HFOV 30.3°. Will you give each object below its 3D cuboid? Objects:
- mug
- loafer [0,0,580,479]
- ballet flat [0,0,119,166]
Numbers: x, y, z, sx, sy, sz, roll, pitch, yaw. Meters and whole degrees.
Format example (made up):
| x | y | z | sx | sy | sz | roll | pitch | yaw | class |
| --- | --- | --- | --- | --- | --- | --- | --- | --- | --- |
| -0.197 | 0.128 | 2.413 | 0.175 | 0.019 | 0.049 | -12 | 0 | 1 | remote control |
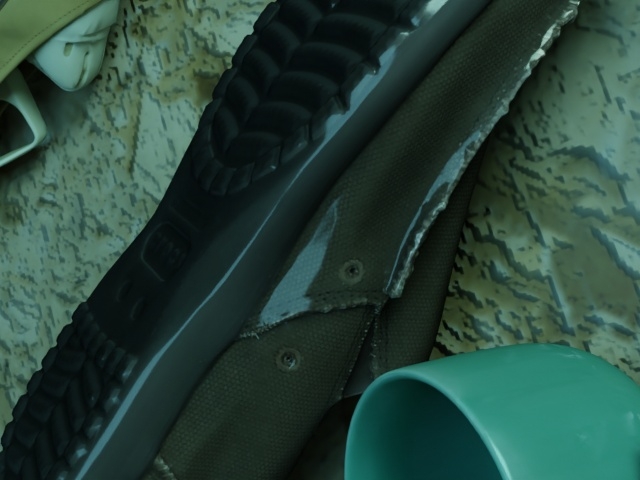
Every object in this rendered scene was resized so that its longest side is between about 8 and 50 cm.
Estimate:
| x | y | z | sx | sy | sz | roll | pitch | yaw | class |
| --- | --- | --- | --- | --- | --- | --- | --- | --- | --- |
| 0.084 | 0.119 | 0.458 | 0.129 | 0.097 | 0.158 | -6 | 93 | 62 | mug |
| 0.000 | 0.000 | 0.533 | 0.366 | 0.130 | 0.134 | -53 | 30 | 7 | loafer |
| -0.165 | -0.097 | 0.659 | 0.232 | 0.080 | 0.073 | -38 | 97 | 25 | ballet flat |
